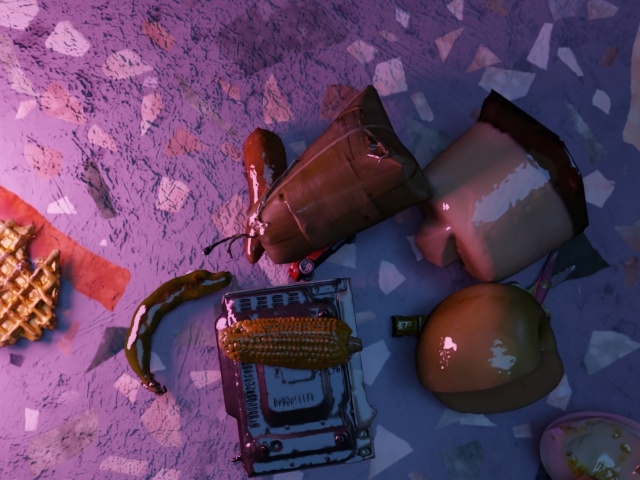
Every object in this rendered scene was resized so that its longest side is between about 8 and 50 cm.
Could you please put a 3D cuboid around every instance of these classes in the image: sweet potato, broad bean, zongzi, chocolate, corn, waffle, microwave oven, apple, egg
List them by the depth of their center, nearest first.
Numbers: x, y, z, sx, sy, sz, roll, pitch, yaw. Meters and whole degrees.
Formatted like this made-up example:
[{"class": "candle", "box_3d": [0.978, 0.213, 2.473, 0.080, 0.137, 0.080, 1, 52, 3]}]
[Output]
[{"class": "corn", "box_3d": [-0.054, 0.184, 1.686, 0.262, 0.097, 0.097, 3, 81, -3]}, {"class": "microwave oven", "box_3d": [-0.051, 0.267, 1.830, 0.287, 0.218, 0.354, -6, 83, -9]}, {"class": "apple", "box_3d": [0.328, 0.208, 1.852, 0.258, 0.295, 0.233, -16, 65, 28]}, {"class": "waffle", "box_3d": [-0.649, 0.085, 1.869, 0.250, 0.056, 0.261, -2, 84, -6]}, {"class": "chocolate", "box_3d": [0.334, -0.075, 1.871, 0.297, 0.326, 0.314, -30, 45, -12]}, {"class": "broad bean", "box_3d": [-0.306, 0.162, 1.894, 0.144, 0.049, 0.291, 30, 83, 8]}, {"class": "zongzi", "box_3d": [-0.027, -0.121, 1.902, 0.447, 0.418, 0.181, -26, 128, 10]}, {"class": "egg", "box_3d": [0.592, 0.443, 1.908, 0.271, 0.206, 0.162, 31, 47, 17]}, {"class": "sweet potato", "box_3d": [-0.115, -0.098, 1.939, 0.098, 0.097, 0.291, 1, 82, -6]}]

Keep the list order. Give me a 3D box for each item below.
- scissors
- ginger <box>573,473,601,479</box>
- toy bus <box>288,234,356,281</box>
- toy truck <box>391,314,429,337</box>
[{"class": "scissors", "box_3d": [0.478, 0.101, 2.005, 0.133, 0.020, 0.187, 43, 70, 4]}, {"class": "ginger", "box_3d": [0.500, 0.566, 1.849, 0.276, 0.130, 0.221, 11, 113, 16]}, {"class": "toy bus", "box_3d": [0.000, 0.000, 1.946, 0.195, 0.081, 0.089, -42, 79, -10]}, {"class": "toy truck", "box_3d": [0.194, 0.179, 1.953, 0.083, 0.054, 0.049, 0, 82, -7]}]
